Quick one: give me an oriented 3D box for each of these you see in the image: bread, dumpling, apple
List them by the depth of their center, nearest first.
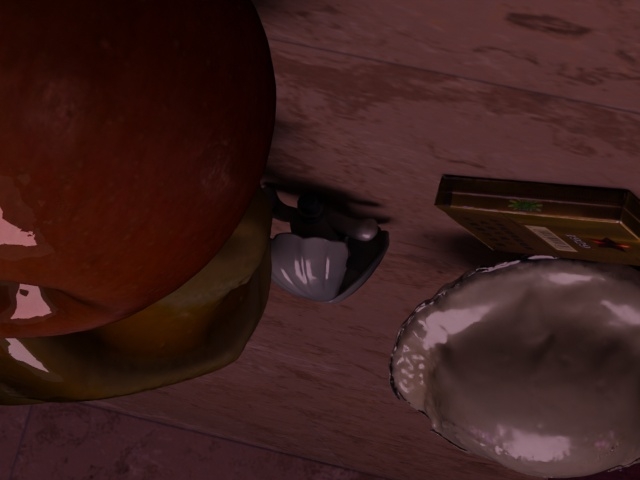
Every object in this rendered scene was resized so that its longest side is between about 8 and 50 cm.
[{"bbox_3d":[-0.149,-0.062,0.911,0.251,0.206,0.272,12,166,0],"label":"apple"},{"bbox_3d":[-0.196,0.008,1.230,0.341,0.210,0.300,6,161,29],"label":"bread"},{"bbox_3d":[0.164,0.076,1.345,0.247,0.142,0.172,-3,130,17],"label":"dumpling"}]

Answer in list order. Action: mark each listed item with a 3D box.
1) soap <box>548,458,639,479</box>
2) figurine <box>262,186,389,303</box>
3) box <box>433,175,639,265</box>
[{"bbox_3d":[0.347,0.242,1.620,0.325,0.220,0.127,8,162,24],"label":"soap"},{"bbox_3d":[0.000,0.000,1.334,0.094,0.082,0.086,-9,138,39],"label":"figurine"},{"bbox_3d":[0.148,-0.011,1.195,0.133,0.023,0.090,6,166,35],"label":"box"}]
